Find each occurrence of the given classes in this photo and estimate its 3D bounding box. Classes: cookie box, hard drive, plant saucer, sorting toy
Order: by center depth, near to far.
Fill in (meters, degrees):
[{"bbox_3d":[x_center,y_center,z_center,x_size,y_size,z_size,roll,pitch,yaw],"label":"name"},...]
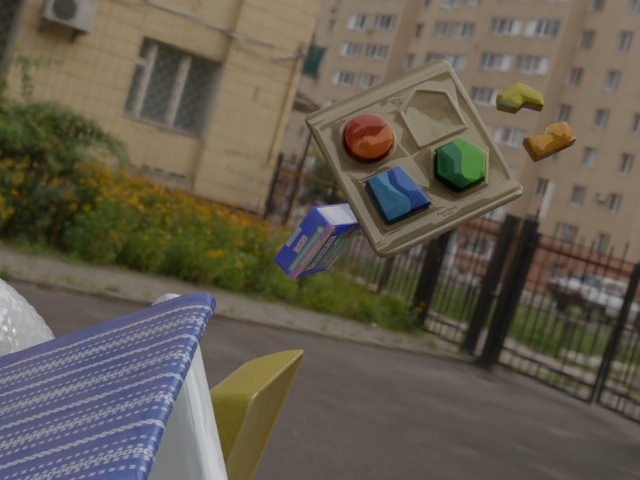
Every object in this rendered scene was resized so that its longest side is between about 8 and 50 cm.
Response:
[{"bbox_3d":[-0.202,0.273,1.210,0.047,0.233,0.353,15,45,-38],"label":"hard drive"},{"bbox_3d":[0.000,0.000,1.283,0.040,0.092,0.107,44,22,16],"label":"cookie box"},{"bbox_3d":[0.162,-0.133,1.293,0.307,0.229,0.041,-25,-18,-10],"label":"sorting toy"},{"bbox_3d":[-0.149,0.324,1.491,0.081,0.333,0.333,24,9,9],"label":"plant saucer"}]

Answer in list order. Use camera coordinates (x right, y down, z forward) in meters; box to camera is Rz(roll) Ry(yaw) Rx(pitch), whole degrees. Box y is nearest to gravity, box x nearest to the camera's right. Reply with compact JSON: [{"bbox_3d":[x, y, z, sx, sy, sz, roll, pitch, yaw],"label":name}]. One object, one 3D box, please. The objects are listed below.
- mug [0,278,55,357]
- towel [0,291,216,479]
[{"bbox_3d":[-0.588,0.240,1.625,0.276,0.374,0.328,2,-46,19],"label":"mug"},{"bbox_3d":[-0.210,0.141,0.775,0.243,0.040,0.336,-20,16,8],"label":"towel"}]
